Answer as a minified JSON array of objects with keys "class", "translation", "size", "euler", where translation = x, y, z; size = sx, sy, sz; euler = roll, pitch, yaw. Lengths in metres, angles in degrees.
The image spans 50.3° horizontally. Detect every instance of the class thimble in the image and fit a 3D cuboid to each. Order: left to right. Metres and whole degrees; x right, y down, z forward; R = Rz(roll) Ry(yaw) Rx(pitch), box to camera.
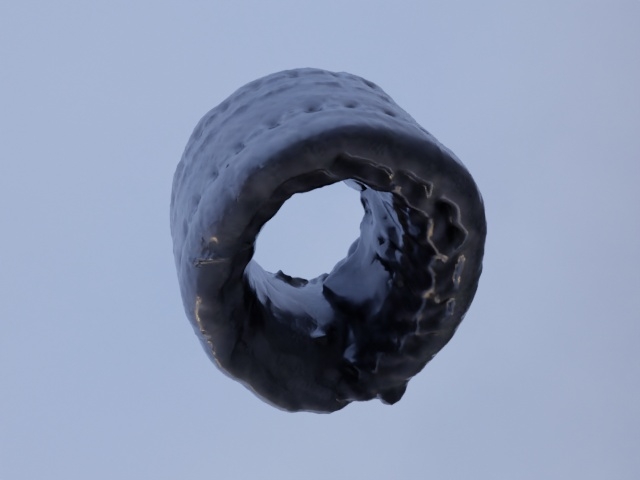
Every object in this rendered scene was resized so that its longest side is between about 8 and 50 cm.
[{"class":"thimble","translation":[0.000,0.000,0.517],"size":[0.217,0.157,0.245],"euler":[-16,-56,-7]}]
